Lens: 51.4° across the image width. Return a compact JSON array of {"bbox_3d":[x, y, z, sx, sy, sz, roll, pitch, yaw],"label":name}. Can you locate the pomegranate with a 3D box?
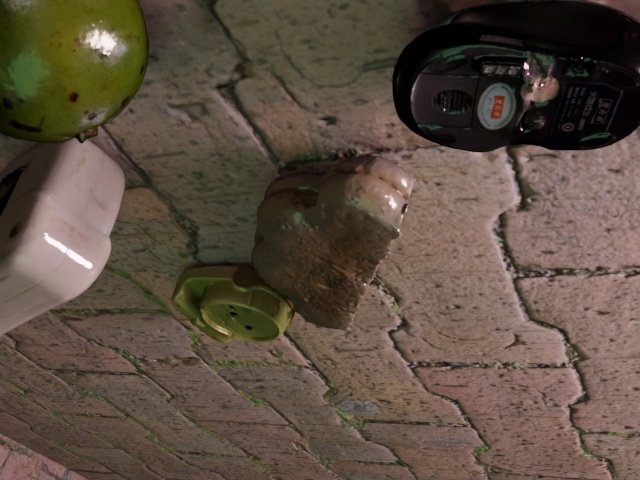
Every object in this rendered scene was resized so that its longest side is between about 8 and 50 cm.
[{"bbox_3d":[-0.270,-0.210,0.625,0.202,0.202,0.248,-7,111,27],"label":"pomegranate"}]

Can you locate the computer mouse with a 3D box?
[{"bbox_3d":[0.183,-0.151,0.608,0.233,0.096,0.137,6,150,4],"label":"computer mouse"}]

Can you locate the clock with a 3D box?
[{"bbox_3d":[-0.117,0.109,1.102,0.231,0.069,0.170,-5,143,28],"label":"clock"}]

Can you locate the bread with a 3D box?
[{"bbox_3d":[0.001,0.005,0.888,0.183,0.102,0.337,15,145,-3],"label":"bread"}]

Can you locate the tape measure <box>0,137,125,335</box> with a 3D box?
[{"bbox_3d":[-0.388,-0.005,0.867,0.258,0.265,0.130,-25,134,29],"label":"tape measure"}]
